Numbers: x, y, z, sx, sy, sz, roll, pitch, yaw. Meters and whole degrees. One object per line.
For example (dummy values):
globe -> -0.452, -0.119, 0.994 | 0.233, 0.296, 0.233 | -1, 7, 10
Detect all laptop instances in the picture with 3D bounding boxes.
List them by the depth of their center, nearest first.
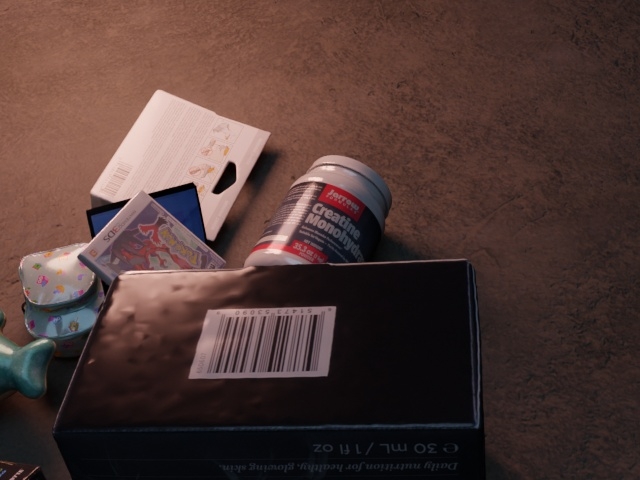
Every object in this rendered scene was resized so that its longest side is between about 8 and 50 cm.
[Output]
laptop -> -0.250, 0.047, 1.656 | 0.234, 0.136, 0.264 | -20, 51, -39

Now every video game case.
video game case -> -0.284, 0.034, 1.615 | 0.201, 0.023, 0.183 | 42, 49, -8

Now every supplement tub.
supplement tub -> 0.000, 0.000, 1.687 | 0.191, 0.191, 0.272 | 19, 57, 17

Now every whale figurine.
whale figurine -> -0.578, 0.207, 1.573 | 0.272, 0.141, 0.216 | -2, 64, 24

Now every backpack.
backpack -> -0.448, 0.106, 1.675 | 0.166, 0.144, 0.188 | -12, 63, -8

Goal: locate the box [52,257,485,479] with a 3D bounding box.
box -> -0.024, 0.299, 1.239 | 0.480, 0.471, 0.297 | -3, 38, 9

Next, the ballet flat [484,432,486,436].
ballet flat -> 0.130, 0.263, 1.555 | 0.106, 0.107, 0.316 | -48, 57, -4

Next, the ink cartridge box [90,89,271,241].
ink cartridge box -> -0.275, -0.140, 1.889 | 0.261, 0.066, 0.296 | 22, 58, 5

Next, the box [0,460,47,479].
box -> -0.592, 0.431, 1.370 | 0.293, 0.073, 0.295 | -3, 27, 31
